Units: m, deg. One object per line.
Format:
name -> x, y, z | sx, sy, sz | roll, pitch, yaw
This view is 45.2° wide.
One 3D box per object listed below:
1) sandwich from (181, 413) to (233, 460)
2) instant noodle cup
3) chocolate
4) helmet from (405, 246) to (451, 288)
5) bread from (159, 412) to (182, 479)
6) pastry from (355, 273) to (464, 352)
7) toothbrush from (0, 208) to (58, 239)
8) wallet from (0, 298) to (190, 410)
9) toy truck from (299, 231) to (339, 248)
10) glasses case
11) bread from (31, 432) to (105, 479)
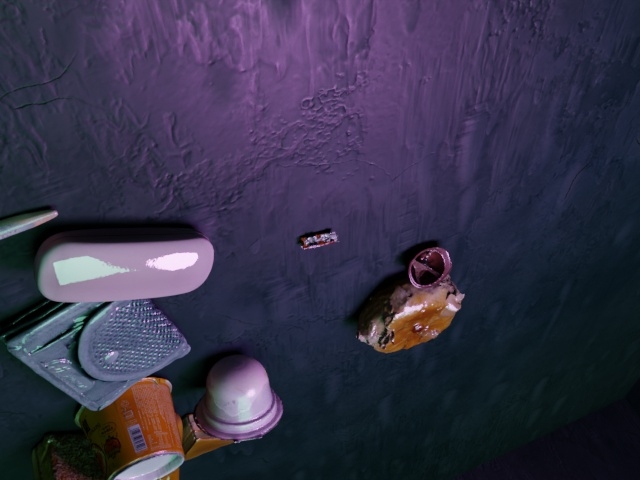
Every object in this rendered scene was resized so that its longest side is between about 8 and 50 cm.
sandwich -> -0.280, 0.486, 1.909 | 0.163, 0.079, 0.113 | 6, 136, -44
instant noodle cup -> -0.393, 0.416, 1.631 | 0.216, 0.172, 0.215 | -21, 150, -13
chocolate -> -0.178, 0.326, 1.705 | 0.221, 0.221, 0.147 | -8, 117, -30
helmet -> 0.231, 0.057, 1.722 | 0.111, 0.057, 0.089 | -21, 105, -20
bread -> -0.372, 0.519, 1.811 | 0.093, 0.074, 0.239 | -8, 118, -32
pastry -> 0.216, 0.178, 1.821 | 0.236, 0.120, 0.257 | 5, 135, -42
toothbrush -> -0.561, 0.023, 1.097 | 0.375, 0.037, 0.028 | -22, 150, -15
wallet -> -0.396, 0.197, 1.422 | 0.237, 0.075, 0.342 | -32, 146, -6
toy truck -> 0.000, 0.000, 1.499 | 0.083, 0.024, 0.032 | -12, 166, -22
glasses case -> -0.313, 0.038, 1.253 | 0.297, 0.075, 0.113 | -1, 120, -36
bread -> -0.503, 0.522, 1.688 | 0.234, 0.184, 0.110 | 12, 133, -44
